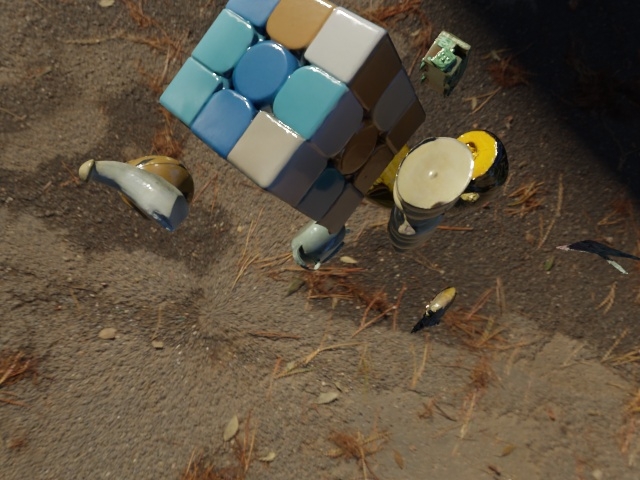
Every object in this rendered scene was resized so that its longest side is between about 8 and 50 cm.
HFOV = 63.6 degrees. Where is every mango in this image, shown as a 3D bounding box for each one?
[{"bbox_3d":[0.180,-0.249,1.620,0.365,0.253,0.182,49,51,7],"label":"mango"}]

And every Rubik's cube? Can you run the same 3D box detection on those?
[{"bbox_3d":[-0.042,-0.272,1.065,0.346,0.347,0.344,39,94,24],"label":"Rubik's cube"}]

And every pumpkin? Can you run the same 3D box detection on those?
[{"bbox_3d":[0.482,-0.187,1.703,0.232,0.324,0.242,36,38,-40],"label":"pumpkin"}]

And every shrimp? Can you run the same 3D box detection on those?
[{"bbox_3d":[0.359,0.240,1.651,0.066,0.117,0.262,45,54,10],"label":"shrimp"}]

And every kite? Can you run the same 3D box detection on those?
[{"bbox_3d":[0.449,0.023,0.829,0.137,0.152,0.005,8,109,12],"label":"kite"}]

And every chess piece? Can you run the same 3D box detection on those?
[{"bbox_3d":[0.188,-0.058,0.982,0.123,0.307,0.139,9,69,4],"label":"chess piece"}]

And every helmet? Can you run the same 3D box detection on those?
[{"bbox_3d":[-0.455,-0.163,1.488,0.224,0.130,0.199,13,61,-51],"label":"helmet"}]

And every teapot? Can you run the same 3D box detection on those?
[{"bbox_3d":[0.000,0.000,1.665,0.129,0.193,0.294,47,40,-8],"label":"teapot"}]

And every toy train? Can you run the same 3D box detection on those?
[{"bbox_3d":[0.437,-0.612,1.824,0.129,0.326,0.159,36,97,9],"label":"toy train"}]

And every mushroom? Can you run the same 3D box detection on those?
[{"bbox_3d":[-0.446,-0.125,1.255,0.270,0.103,0.118,28,35,2],"label":"mushroom"}]
